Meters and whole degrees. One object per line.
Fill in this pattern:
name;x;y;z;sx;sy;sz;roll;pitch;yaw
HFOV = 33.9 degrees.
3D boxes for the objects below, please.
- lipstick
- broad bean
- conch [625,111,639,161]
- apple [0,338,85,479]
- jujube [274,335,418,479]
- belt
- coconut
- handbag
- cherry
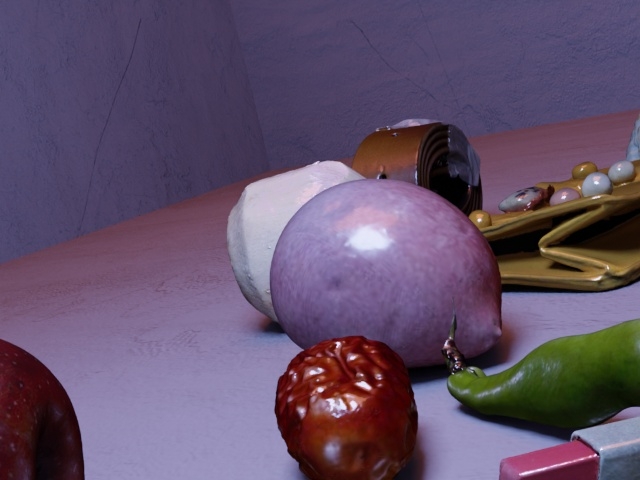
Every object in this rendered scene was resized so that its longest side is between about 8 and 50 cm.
lipstick;0.271;0.130;0.707;0.312;0.051;0.051;-14;8;4
broad bean;0.184;0.101;0.840;0.056;0.098;0.318;2;-1;-29
conch;0.614;-0.181;1.646;0.319;0.215;0.303;-9;-1;18
apple;-0.268;0.170;0.716;0.201;0.218;0.218;-10;9;0
jujube;0.021;0.137;0.849;0.112;0.109;0.176;-47;9;8
belt;0.154;-0.080;1.632;0.122;0.217;0.339;-9;7;25
coconut;0.000;0.000;1.397;0.234;0.224;0.224;-10;10;20
handbag;0.365;-0.039;1.417;0.283;0.133;0.401;-11;7;46
cherry;0.076;0.032;1.101;0.240;0.206;0.239;-10;-3;-1
